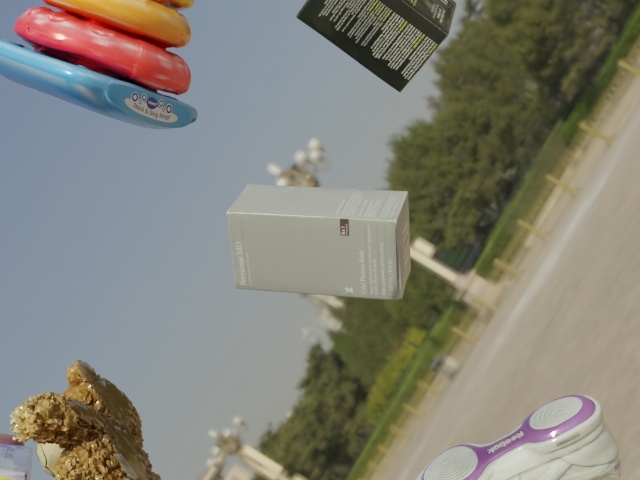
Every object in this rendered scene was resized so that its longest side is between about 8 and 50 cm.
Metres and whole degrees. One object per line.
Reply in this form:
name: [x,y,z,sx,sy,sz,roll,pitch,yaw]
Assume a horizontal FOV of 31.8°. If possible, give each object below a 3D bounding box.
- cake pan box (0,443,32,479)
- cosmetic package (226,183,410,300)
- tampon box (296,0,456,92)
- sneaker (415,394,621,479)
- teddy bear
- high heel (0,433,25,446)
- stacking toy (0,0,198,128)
cake pan box: [-0.459,0.275,1.295,0.267,0.246,0.070,162,115,-77]
cosmetic package: [0.000,0.000,1.534,0.107,0.238,0.127,-65,-28,-60]
tampon box: [0.072,-0.286,1.393,0.101,0.161,0.120,-49,10,31]
sneaker: [0.258,0.329,1.500,0.305,0.152,0.114,-27,21,15]
teddy bear: [-0.239,0.271,1.203,0.113,0.338,0.245,-41,-41,2]
high heel: [-0.602,0.354,1.581,0.181,0.377,0.127,-108,21,-51]
stacking toy: [-0.163,-0.262,1.002,0.175,0.166,0.302,13,-83,-59]
